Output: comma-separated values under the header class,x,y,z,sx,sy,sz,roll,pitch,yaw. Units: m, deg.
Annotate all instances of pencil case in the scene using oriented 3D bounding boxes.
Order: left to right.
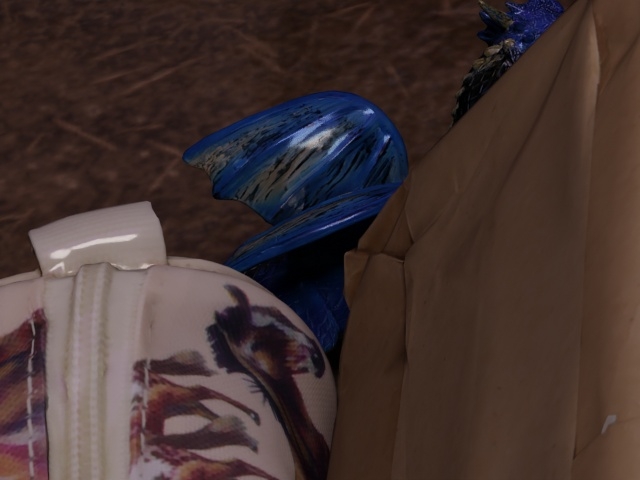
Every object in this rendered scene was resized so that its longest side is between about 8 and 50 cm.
class,x,y,z,sx,sy,sz,roll,pitch,yaw
pencil case,-0.056,0.177,0.510,0.160,0.183,0.410,3,41,-9

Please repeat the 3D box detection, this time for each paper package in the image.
class,x,y,z,sx,sy,sz,roll,pitch,yaw
paper package,0.158,0.134,0.412,0.325,0.168,0.309,25,44,-13

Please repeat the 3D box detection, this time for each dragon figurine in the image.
class,x,y,z,sx,sy,sz,roll,pitch,yaw
dragon figurine,0.000,0.000,0.717,0.289,0.144,0.085,-17,42,-5
